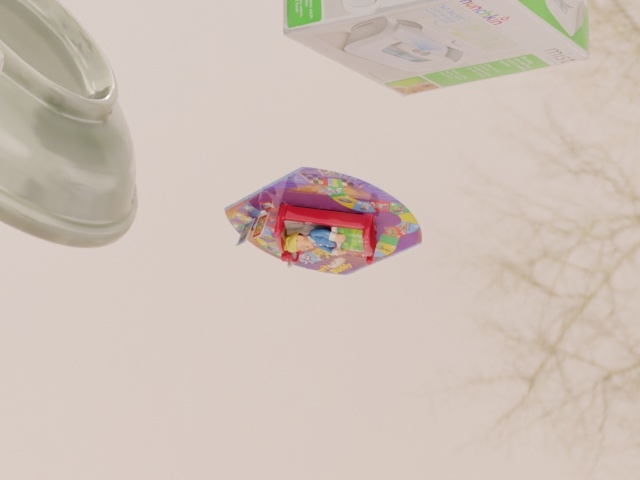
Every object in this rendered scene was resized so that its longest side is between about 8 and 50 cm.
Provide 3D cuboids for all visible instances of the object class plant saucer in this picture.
[{"bbox_3d":[-0.301,-0.172,1.274,0.400,0.100,0.400,42,-162,-17],"label":"plant saucer"}]

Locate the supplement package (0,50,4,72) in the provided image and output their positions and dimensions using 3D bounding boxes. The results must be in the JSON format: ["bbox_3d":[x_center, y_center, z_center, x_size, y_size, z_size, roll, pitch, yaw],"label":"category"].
[{"bbox_3d":[-0.358,-0.165,0.937,0.145,0.204,0.262,-27,-98,-29],"label":"supplement package"}]

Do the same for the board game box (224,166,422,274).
[{"bbox_3d":[0.000,0.000,1.118,0.133,0.168,0.033,30,-123,-27],"label":"board game box"}]

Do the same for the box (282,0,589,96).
[{"bbox_3d":[0.125,-0.257,1.396,0.231,0.262,0.127,-7,-102,30],"label":"box"}]
